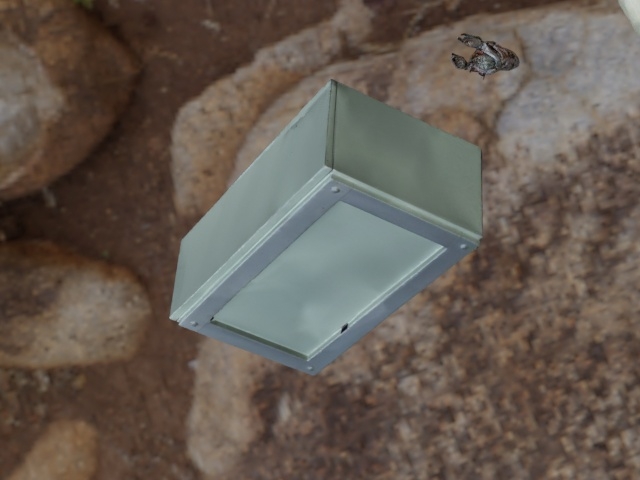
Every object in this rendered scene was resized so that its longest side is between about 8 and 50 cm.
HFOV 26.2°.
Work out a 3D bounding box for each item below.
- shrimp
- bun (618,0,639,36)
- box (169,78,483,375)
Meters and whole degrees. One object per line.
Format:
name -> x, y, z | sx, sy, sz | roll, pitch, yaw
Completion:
shrimp -> 0.153, -0.173, 1.313 | 0.038, 0.092, 0.029 | -52, 48, 23
bun -> 0.446, -0.317, 1.611 | 0.145, 0.229, 0.229 | -144, 46, -60
box -> 0.000, 0.000, 1.006 | 0.225, 0.129, 0.086 | -43, 33, 45
